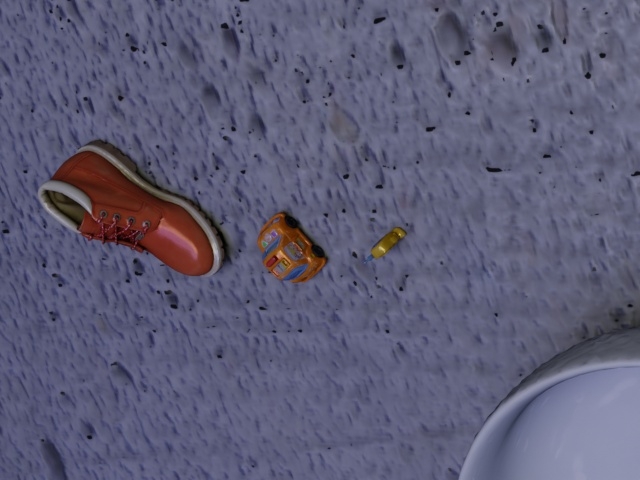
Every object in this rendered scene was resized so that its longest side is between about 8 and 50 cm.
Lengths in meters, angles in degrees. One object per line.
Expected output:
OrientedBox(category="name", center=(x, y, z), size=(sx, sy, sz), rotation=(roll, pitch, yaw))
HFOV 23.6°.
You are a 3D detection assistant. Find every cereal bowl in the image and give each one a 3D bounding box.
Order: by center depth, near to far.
OrientedBox(category="cereal bowl", center=(0.271, 0.202, 1.063), size=(0.339, 0.141, 0.339), rotation=(13, 119, 25))

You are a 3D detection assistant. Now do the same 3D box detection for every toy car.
OrientedBox(category="toy car", center=(0.000, 0.000, 1.185), size=(0.122, 0.040, 0.060), rotation=(-21, 102, 37))

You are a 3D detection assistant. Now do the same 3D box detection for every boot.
OrientedBox(category="boot", center=(-0.155, -0.012, 1.246), size=(0.158, 0.084, 0.059), rotation=(34, 125, 10))
